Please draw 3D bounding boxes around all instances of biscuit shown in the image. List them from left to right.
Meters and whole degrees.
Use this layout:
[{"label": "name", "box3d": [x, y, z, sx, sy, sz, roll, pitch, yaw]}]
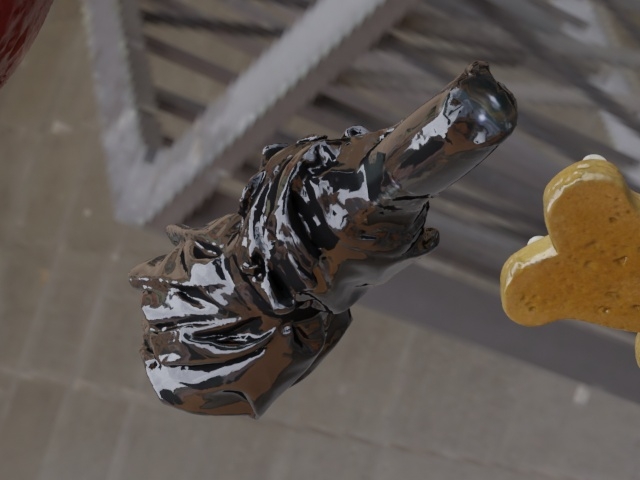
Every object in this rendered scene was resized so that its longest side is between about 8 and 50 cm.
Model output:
[{"label": "biscuit", "box3d": [0.237, 0.027, 1.229, 0.035, 0.240, 0.158, -85, 20, -44]}]

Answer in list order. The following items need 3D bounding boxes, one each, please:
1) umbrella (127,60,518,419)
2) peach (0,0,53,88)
[{"label": "umbrella", "box3d": [0.000, 0.000, 0.900, 0.340, 0.118, 0.118, 142, 139, -58]}, {"label": "peach", "box3d": [-0.209, -0.156, 0.662, 0.338, 0.281, 0.281, 115, 161, -62]}]
